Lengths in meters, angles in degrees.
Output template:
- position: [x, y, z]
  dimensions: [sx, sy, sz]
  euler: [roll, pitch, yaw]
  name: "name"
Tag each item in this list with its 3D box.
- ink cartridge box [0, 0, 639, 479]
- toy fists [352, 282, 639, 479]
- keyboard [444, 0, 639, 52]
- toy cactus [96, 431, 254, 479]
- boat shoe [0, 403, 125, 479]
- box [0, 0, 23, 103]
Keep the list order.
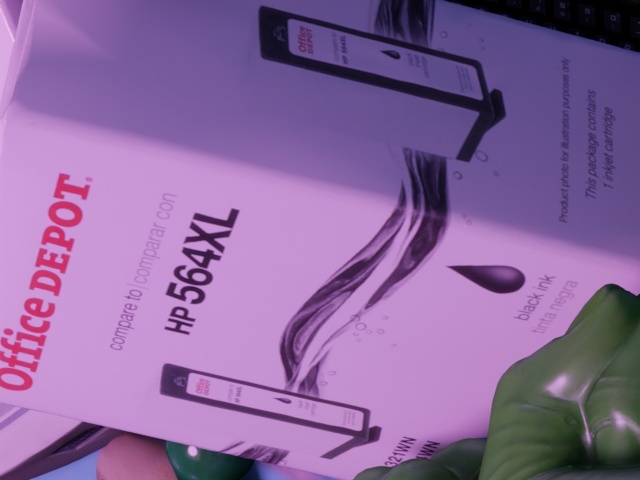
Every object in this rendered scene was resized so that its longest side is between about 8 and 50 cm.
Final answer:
- position: [0.000, 0.000, 0.522]
  dimensions: [0.148, 0.203, 0.086]
  euler: [115, 164, -52]
  name: "ink cartridge box"
- position: [0.064, 0.099, 0.458]
  dimensions: [0.096, 0.142, 0.279]
  euler: [29, 138, -14]
  name: "toy fists"
- position: [0.086, -0.075, 0.548]
  dimensions: [0.180, 0.023, 0.108]
  euler: [20, 121, 37]
  name: "keyboard"
- position: [-0.043, 0.133, 0.718]
  dimensions: [0.180, 0.112, 0.219]
  euler: [25, 142, 52]
  name: "toy cactus"
- position: [-0.136, 0.063, 0.800]
  dimensions: [0.227, 0.079, 0.081]
  euler: [-32, 75, 43]
  name: "boat shoe"
- position: [-0.101, -0.082, 0.662]
  dimensions: [0.103, 0.114, 0.203]
  euler: [-19, 94, 48]
  name: "box"
